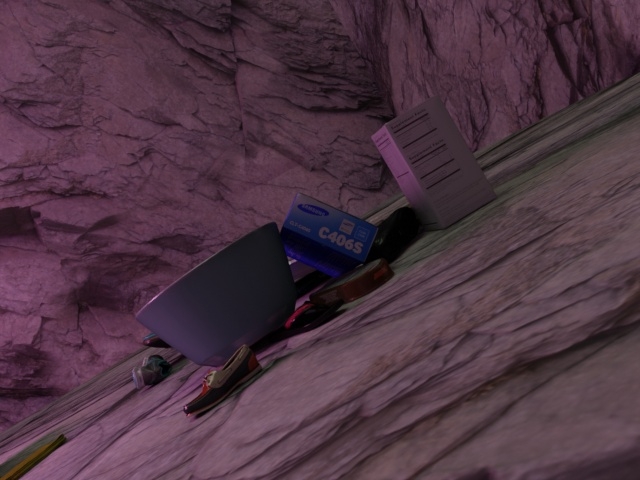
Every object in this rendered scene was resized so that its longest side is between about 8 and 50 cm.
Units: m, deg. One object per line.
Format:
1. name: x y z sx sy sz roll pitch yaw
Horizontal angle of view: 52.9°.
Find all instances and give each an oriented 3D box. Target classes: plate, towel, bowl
1. plate: -0.090 0.081 1.631 0.278 0.045 0.277 -23 1 -42
2. towel: -0.627 0.473 1.313 0.102 0.021 0.237 -28 3 18
3. bowl: -0.165 0.119 1.190 0.311 0.163 0.311 -35 -3 -2

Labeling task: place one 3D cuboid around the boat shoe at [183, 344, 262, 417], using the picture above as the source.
1. boat shoe: -0.143 0.200 0.915 0.137 0.043 0.049 -34 6 -37

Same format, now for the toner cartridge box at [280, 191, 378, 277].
1. toner cartridge box: 0.000 0.000 1.322 0.348 0.165 0.075 131 162 -79

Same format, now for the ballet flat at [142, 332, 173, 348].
1. ballet flat: -0.347 0.243 1.767 0.280 0.096 0.095 -30 6 -35

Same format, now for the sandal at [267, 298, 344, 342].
1. sandal: -0.034 0.129 1.078 0.179 0.040 0.067 -28 2 41

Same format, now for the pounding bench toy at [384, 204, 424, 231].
1. pounding bench toy: 0.194 -0.038 1.473 0.083 0.065 0.052 -29 4 17

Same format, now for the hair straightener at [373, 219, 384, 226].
1. hair straightener: 0.089 0.017 1.771 0.230 0.047 0.089 -30 2 4

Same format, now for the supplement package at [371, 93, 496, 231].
1. supplement package: 0.234 -0.158 1.354 0.134 0.244 0.139 -31 3 -7

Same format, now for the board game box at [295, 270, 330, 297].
1. board game box: -0.050 0.118 1.629 0.186 0.026 0.126 -32 3 -32

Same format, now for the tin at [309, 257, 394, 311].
1. tin: 0.051 0.080 1.150 0.106 0.040 0.190 -37 7 -38

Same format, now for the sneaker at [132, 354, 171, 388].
1. sneaker: -0.389 0.310 1.538 0.076 0.065 0.166 -14 6 1

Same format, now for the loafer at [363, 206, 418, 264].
1. loafer: 0.145 -0.011 1.351 0.078 0.076 0.223 -24 11 33
